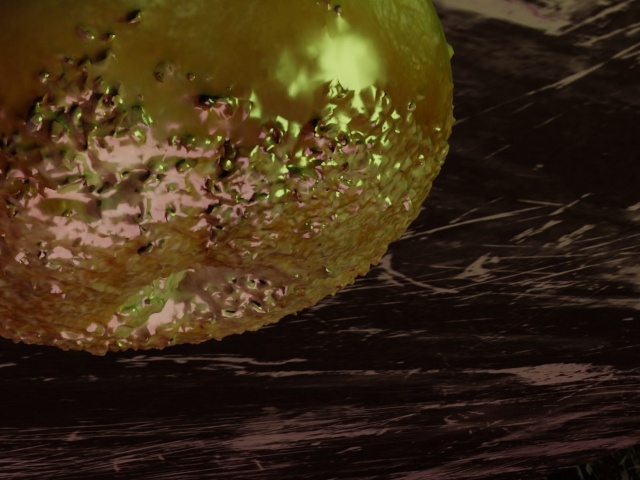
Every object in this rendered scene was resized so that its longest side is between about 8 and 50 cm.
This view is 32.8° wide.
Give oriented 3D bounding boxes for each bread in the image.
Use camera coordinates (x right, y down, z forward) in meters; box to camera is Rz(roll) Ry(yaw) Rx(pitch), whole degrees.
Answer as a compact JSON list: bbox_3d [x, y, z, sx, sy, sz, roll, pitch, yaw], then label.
[{"bbox_3d":[-0.078,-0.037,0.535,0.306,0.158,0.305,-14,161,-5],"label":"bread"}]
